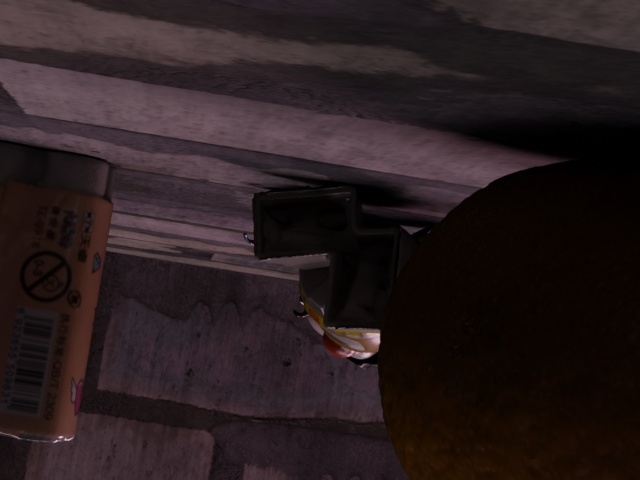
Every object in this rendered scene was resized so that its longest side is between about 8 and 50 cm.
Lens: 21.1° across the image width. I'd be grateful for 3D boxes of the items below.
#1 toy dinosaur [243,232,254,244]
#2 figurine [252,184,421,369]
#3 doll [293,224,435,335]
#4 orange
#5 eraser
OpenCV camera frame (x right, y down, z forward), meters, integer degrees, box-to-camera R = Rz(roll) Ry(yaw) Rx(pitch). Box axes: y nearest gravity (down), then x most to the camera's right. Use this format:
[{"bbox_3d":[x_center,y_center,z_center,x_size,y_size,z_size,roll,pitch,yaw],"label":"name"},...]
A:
[{"bbox_3d":[0.000,0.000,2.140,0.197,0.045,0.080,2,164,-9],"label":"toy dinosaur"},{"bbox_3d":[0.046,0.047,1.727,0.143,0.308,0.308,-30,169,8],"label":"figurine"},{"bbox_3d":[0.074,0.053,1.999,0.208,0.144,0.271,-3,-177,2],"label":"doll"},{"bbox_3d":[0.209,0.096,1.171,0.322,0.322,0.357,13,-179,-43],"label":"orange"},{"bbox_3d":[-0.308,0.051,1.746,0.171,0.290,0.087,9,176,-15],"label":"eraser"}]
